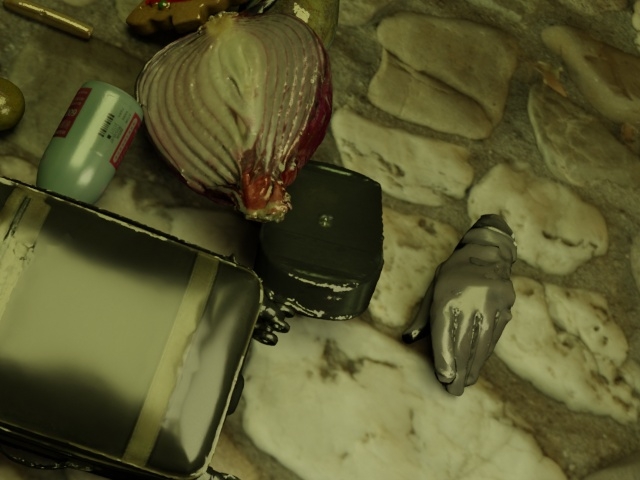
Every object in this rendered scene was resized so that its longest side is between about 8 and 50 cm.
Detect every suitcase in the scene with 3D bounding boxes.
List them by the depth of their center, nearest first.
[{"bbox_3d":[-0.265,0.115,1.160,0.434,0.194,0.283,21,66,-7],"label":"suitcase"}]

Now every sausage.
[{"bbox_3d":[-0.394,-0.324,1.514,0.132,0.024,0.024,21,53,-9],"label":"sausage"}]

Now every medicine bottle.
[{"bbox_3d":[-0.308,-0.092,1.325,0.090,0.090,0.216,26,72,-4],"label":"medicine bottle"}]

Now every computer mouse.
[{"bbox_3d":[-0.001,0.004,1.420,0.168,0.087,0.295,15,41,-4],"label":"computer mouse"}]

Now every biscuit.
[{"bbox_3d":[-0.185,-0.388,1.570,0.212,0.041,0.238,-15,41,17],"label":"biscuit"}]

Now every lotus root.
[{"bbox_3d":[-0.048,-0.379,1.607,0.140,0.158,0.322,30,43,-24],"label":"lotus root"}]

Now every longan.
[{"bbox_3d":[-0.427,-0.180,1.371,0.075,0.083,0.075,-2,83,17],"label":"longan"}]

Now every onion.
[{"bbox_3d":[-0.096,-0.133,1.409,0.267,0.159,0.348,-15,61,7],"label":"onion"}]

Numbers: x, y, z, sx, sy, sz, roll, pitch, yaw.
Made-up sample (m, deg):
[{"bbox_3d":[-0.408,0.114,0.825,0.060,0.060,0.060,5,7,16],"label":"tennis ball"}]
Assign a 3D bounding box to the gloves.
[{"bbox_3d":[0.199,0.080,1.445,0.142,0.119,0.285,4,54,19],"label":"gloves"}]
